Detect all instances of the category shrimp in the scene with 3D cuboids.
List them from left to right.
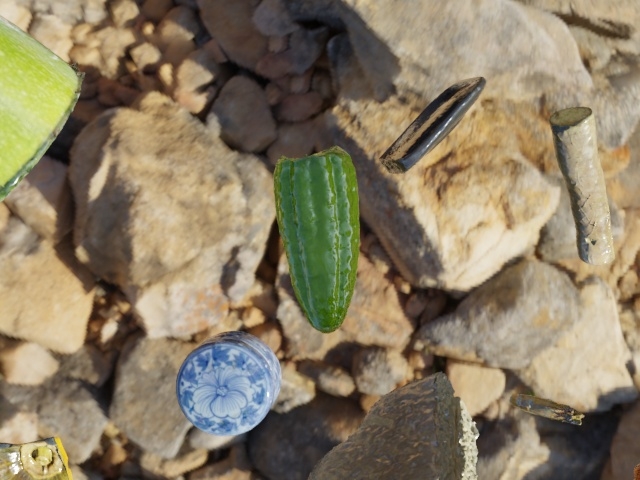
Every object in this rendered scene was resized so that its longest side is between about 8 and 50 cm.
[{"bbox_3d":[0.295,0.220,1.286,0.108,0.023,0.059,11,162,40],"label":"shrimp"}]

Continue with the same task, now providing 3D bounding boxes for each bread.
[{"bbox_3d":[0.065,0.267,0.986,0.183,0.337,0.102,-30,106,20],"label":"bread"}]

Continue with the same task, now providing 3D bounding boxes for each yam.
[{"bbox_3d":[0.404,-0.076,1.514,0.066,0.066,0.299,-11,131,16],"label":"yam"}]

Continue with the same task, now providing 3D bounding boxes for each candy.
[{"bbox_3d":[0.000,0.000,1.112,0.097,0.097,0.209,-5,92,14],"label":"candy"}]

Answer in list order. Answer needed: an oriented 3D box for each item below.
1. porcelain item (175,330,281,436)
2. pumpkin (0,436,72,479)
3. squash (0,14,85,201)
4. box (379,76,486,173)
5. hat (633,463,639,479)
[{"bbox_3d":[-0.136,0.214,1.490,0.147,0.114,0.147,0,94,5],"label":"porcelain item"},{"bbox_3d":[-0.289,0.235,1.002,0.073,0.035,0.101,-11,109,-6],"label":"pumpkin"},{"bbox_3d":[-0.488,-0.194,1.154,0.310,0.310,0.309,-31,123,22],"label":"squash"},{"bbox_3d":[0.176,-0.182,1.563,0.201,0.212,0.042,-45,98,-3],"label":"box"},{"bbox_3d":[0.476,0.238,0.838,0.400,0.285,0.285,17,114,-2],"label":"hat"}]
